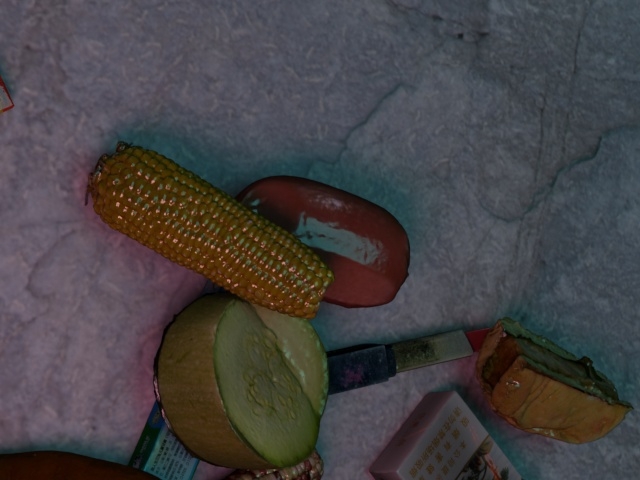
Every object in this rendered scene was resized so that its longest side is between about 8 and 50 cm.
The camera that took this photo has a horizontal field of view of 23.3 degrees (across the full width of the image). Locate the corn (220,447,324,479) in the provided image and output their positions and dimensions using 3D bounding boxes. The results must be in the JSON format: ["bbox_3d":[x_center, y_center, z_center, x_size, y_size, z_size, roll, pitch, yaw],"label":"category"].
[{"bbox_3d":[-0.089,0.313,1.834,0.253,0.086,0.086,-29,101,-34],"label":"corn"}]

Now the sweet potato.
[{"bbox_3d":[-0.257,0.290,1.703,0.359,0.112,0.112,17,74,-10],"label":"sweet potato"}]

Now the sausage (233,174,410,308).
[{"bbox_3d":[0.000,0.000,1.889,0.254,0.148,0.148,24,71,-18],"label":"sausage"}]

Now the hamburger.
[{"bbox_3d":[0.303,0.200,2.092,0.262,0.124,0.131,25,114,-37],"label":"hamburger"}]

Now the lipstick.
[{"bbox_3d":[0.115,0.147,2.014,0.312,0.051,0.051,-10,92,-36],"label":"lipstick"}]

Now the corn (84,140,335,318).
[{"bbox_3d":[-0.126,-0.006,1.758,0.305,0.106,0.106,31,63,8],"label":"corn"}]

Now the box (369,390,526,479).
[{"bbox_3d":[0.184,0.331,2.030,0.149,0.067,0.233,-48,111,-28],"label":"box"}]

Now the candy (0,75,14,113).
[{"bbox_3d":[-0.402,-0.150,1.699,0.122,0.038,0.062,-29,101,-33],"label":"candy"}]

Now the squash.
[{"bbox_3d":[-0.072,0.154,1.782,0.220,0.133,0.220,10,74,-36],"label":"squash"}]

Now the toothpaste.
[{"bbox_3d":[-0.145,0.165,1.832,0.065,0.050,0.267,33,67,-28],"label":"toothpaste"}]
